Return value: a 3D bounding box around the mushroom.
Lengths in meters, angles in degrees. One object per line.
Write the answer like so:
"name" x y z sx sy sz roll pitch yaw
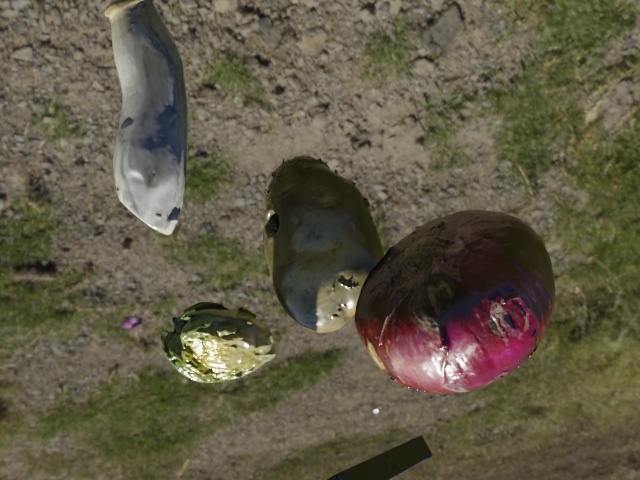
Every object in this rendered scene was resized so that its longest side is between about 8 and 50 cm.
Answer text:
"mushroom" -0.247 -0.182 1.044 0.109 0.097 0.352 -2 96 -3

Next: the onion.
"onion" 0.159 0.077 0.857 0.246 0.246 0.190 -28 108 15

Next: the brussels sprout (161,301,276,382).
"brussels sprout" -0.170 0.170 1.206 0.180 0.100 0.139 -2 112 -20

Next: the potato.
"potato" 0.000 0.000 1.179 0.191 0.296 0.141 -19 166 9

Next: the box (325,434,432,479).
"box" 0.068 0.488 1.438 0.211 0.058 0.350 -42 158 28
